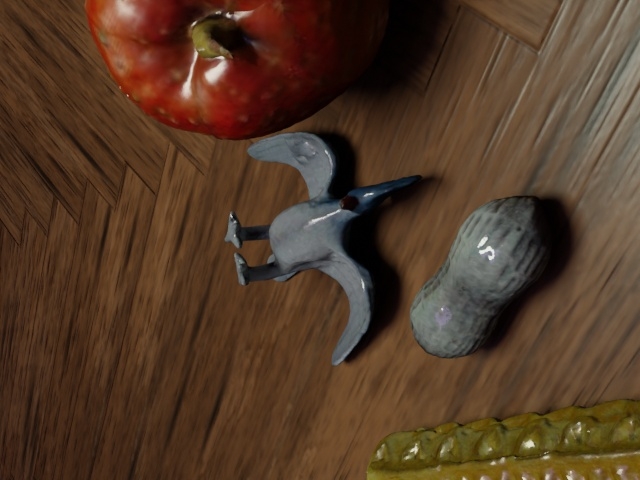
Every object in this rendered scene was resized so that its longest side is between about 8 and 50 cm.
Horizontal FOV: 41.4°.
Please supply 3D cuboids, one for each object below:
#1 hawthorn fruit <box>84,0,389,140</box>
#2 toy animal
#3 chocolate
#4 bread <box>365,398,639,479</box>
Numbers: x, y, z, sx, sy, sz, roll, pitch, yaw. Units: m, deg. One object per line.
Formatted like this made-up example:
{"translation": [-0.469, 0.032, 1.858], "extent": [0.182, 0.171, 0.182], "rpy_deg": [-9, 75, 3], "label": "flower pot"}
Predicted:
{"translation": [-0.069, -0.209, 0.689], "extent": [0.258, 0.262, 0.258], "rpy_deg": [28, 151, 17], "label": "hawthorn fruit"}
{"translation": [0.000, 0.000, 0.809], "extent": [0.255, 0.176, 0.239], "rpy_deg": [119, 137, -80], "label": "toy animal"}
{"translation": [0.126, 0.031, 0.676], "extent": [0.072, 0.072, 0.167], "rpy_deg": [53, 134, 26], "label": "chocolate"}
{"translation": [0.168, 0.177, 0.659], "extent": [0.077, 0.084, 0.367], "rpy_deg": [43, 142, -22], "label": "bread"}
